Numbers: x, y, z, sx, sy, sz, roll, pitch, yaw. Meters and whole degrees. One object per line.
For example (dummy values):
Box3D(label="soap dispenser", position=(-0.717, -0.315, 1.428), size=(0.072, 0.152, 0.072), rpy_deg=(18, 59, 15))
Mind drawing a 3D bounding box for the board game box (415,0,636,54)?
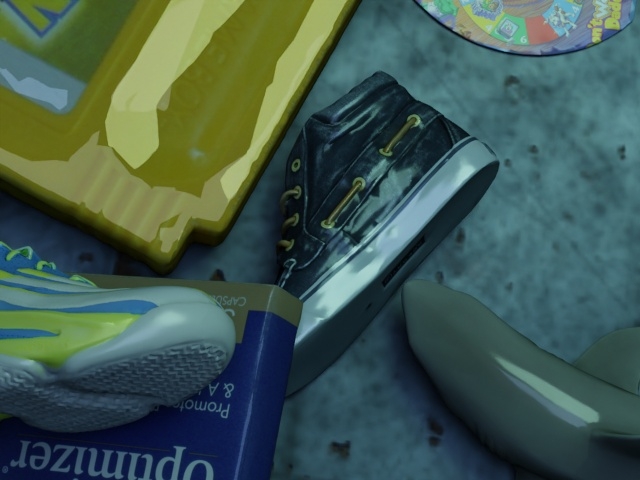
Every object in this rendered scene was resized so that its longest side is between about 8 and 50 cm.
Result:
Box3D(label="board game box", position=(0.118, -0.185, 0.923), size=(0.133, 0.033, 0.169), rpy_deg=(13, 75, -4))

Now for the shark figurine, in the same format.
Box3D(label="shark figurine", position=(0.188, 0.085, 0.827), size=(0.278, 0.116, 0.166), rpy_deg=(-4, 78, -7))

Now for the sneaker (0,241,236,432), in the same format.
Box3D(label="sneaker", position=(-0.154, 0.026, 0.775), size=(0.240, 0.091, 0.126), rpy_deg=(-13, 64, 17))

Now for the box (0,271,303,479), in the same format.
Box3D(label="box", position=(-0.093, 0.127, 0.786), size=(0.136, 0.036, 0.225), rpy_deg=(2, 74, 26))

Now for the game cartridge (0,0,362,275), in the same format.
Box3D(label="game cartridge", position=(-0.136, -0.172, 0.873), size=(0.323, 0.053, 0.285), rpy_deg=(27, 75, 3))

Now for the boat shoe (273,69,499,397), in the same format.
Box3D(label="boat shoe", position=(0.000, 0.000, 0.853), size=(0.083, 0.065, 0.183), rpy_deg=(41, 76, 18))
